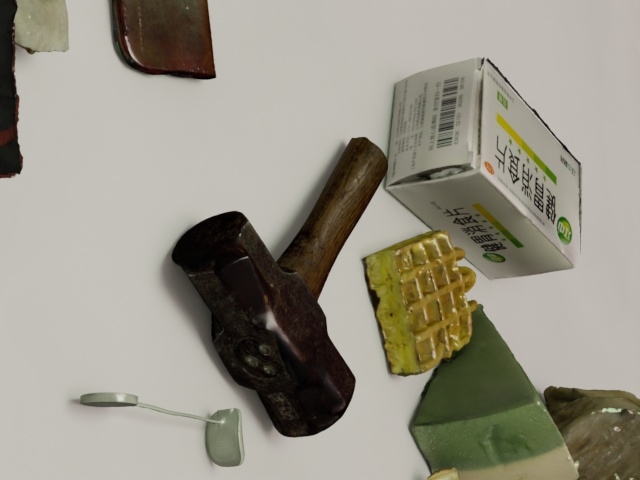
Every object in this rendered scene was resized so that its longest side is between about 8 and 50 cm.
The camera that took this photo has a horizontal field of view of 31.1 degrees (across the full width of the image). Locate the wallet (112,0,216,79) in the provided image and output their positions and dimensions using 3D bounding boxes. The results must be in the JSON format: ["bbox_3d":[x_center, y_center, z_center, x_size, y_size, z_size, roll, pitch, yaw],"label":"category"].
[{"bbox_3d":[-0.167,-0.291,1.160,0.137,0.031,0.255,-1,82,-56],"label":"wallet"}]

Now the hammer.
[{"bbox_3d":[0.000,0.000,1.275,0.242,0.095,0.409,61,36,-24],"label":"hammer"}]

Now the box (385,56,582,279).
[{"bbox_3d":[0.232,-0.091,1.583,0.333,0.145,0.173,36,51,-46],"label":"box"}]

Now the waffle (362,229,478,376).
[{"bbox_3d":[0.144,0.073,1.490,0.211,0.055,0.160,-18,95,-57],"label":"waffle"}]

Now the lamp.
[{"bbox_3d":[-0.141,0.171,1.052,0.198,0.050,0.056,23,64,-51],"label":"lamp"}]

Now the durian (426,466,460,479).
[{"bbox_3d":[0.146,0.342,1.410,0.052,0.066,0.130,37,62,-44],"label":"durian"}]

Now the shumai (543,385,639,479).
[{"bbox_3d":[0.376,0.343,1.678,0.262,0.267,0.314,-105,-145,-77],"label":"shumai"}]

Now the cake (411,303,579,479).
[{"bbox_3d":[0.261,0.204,1.527,0.158,0.172,0.283,64,35,-24],"label":"cake"}]

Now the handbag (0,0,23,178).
[{"bbox_3d":[-0.311,-0.108,0.793,0.215,0.155,0.169,-16,108,-57],"label":"handbag"}]

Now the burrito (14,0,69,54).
[{"bbox_3d":[-0.285,-0.348,0.964,0.117,0.076,0.392,-7,87,-55],"label":"burrito"}]
